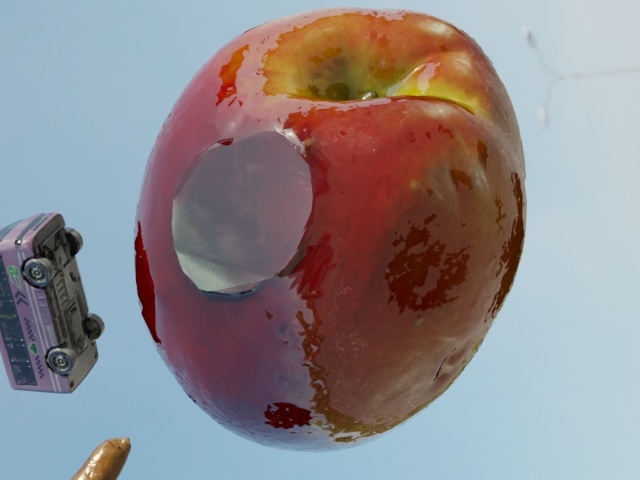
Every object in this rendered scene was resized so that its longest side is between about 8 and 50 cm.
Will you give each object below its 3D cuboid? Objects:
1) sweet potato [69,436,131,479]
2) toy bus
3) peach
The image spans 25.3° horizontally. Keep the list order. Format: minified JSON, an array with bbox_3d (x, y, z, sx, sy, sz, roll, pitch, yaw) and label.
[{"bbox_3d":[-0.324,0.343,1.940,0.195,0.056,0.056,-51,-29,-6],"label":"sweet potato"},{"bbox_3d":[-0.291,0.065,1.463,0.087,0.098,0.178,-57,-39,-59],"label":"toy bus"},{"bbox_3d":[-0.001,-0.010,1.247,0.310,0.335,0.406,-12,-45,-62],"label":"peach"}]
